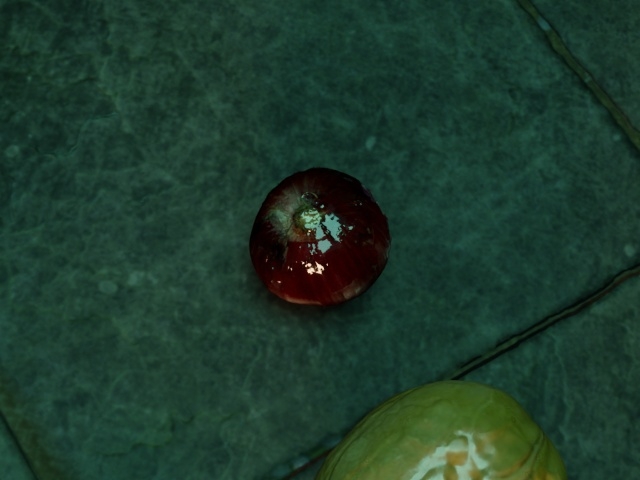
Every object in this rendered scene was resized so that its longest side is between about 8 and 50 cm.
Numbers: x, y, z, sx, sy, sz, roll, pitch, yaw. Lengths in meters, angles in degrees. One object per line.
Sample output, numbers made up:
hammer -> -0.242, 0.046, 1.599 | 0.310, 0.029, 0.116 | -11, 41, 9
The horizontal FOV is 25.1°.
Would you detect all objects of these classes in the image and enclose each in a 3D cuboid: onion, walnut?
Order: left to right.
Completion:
onion -> 0.000, 0.000, 1.281 | 0.131, 0.131, 0.131 | 4, 63, -7
walnut -> 0.094, 0.216, 1.151 | 0.226, 0.193, 0.193 | -34, 73, -24
